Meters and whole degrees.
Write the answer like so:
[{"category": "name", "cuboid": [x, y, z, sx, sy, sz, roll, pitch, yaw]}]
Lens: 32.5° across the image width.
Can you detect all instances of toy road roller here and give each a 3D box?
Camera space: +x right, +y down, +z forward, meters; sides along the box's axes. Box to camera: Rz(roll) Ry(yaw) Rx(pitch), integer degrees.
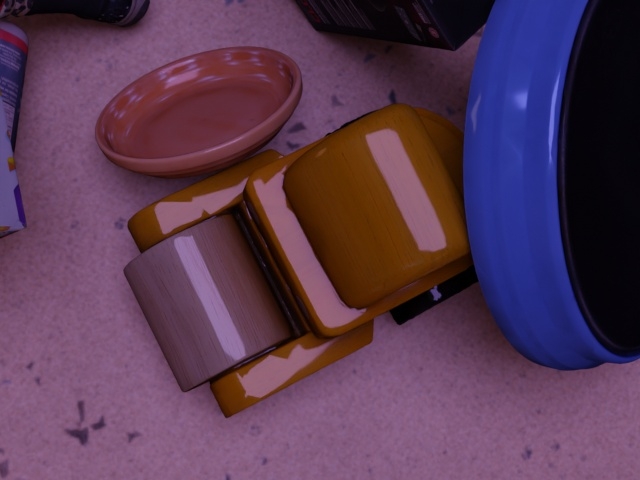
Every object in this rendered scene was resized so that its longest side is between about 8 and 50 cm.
[{"category": "toy road roller", "cuboid": [0.000, 0.000, 0.974, 0.329, 0.240, 0.202, -27, 85, -12]}]

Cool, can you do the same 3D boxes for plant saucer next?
[{"category": "plant saucer", "cuboid": [-0.110, -0.117, 1.029, 0.200, 0.200, 0.037, -25, 126, -12]}]

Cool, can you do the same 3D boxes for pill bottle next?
[{"category": "pill bottle", "cuboid": [-0.333, -0.112, 1.011, 0.108, 0.108, 0.180, 6, 80, -8]}]

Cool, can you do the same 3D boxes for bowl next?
[{"category": "bowl", "cuboid": [0.257, -0.076, 0.982, 0.077, 0.391, 0.391, 4, 75, 37]}]

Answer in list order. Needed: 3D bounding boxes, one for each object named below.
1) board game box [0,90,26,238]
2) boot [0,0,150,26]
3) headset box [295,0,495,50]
[{"category": "board game box", "cuboid": [-0.394, -0.040, 0.896, 0.275, 0.142, 0.144, -18, 81, 33]}, {"category": "boot", "cuboid": [-0.269, -0.309, 1.025, 0.178, 0.085, 0.236, -18, 85, -52]}, {"category": "headset box", "cuboid": [0.027, -0.299, 0.999, 0.110, 0.293, 0.218, -43, 119, -11]}]
